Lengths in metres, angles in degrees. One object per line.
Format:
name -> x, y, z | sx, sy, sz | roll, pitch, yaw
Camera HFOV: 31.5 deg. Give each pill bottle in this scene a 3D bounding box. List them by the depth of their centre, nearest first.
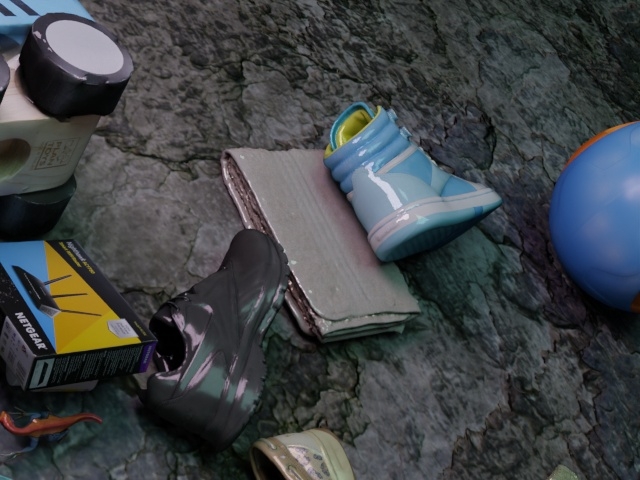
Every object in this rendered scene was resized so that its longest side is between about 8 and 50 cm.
pill bottle -> -0.260, 0.125, 1.101 | 0.083, 0.043, 0.043 | 5, 53, -38

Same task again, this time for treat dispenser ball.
treat dispenser ball -> 0.485, -0.034, 1.679 | 0.288, 0.288, 0.288 | 23, 44, -24

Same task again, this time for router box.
router box -> -0.262, 0.067, 1.104 | 0.133, 0.046, 0.179 | -4, 37, -43

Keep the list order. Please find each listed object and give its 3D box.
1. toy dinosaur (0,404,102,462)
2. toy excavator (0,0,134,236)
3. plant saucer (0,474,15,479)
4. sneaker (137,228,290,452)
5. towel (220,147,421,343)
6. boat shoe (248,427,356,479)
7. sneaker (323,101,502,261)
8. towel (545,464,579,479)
toy dinosaur -> -0.259, 0.166, 1.046 | 0.082, 0.090, 0.047 | 71, -5, -79
toy excavator -> -0.374, -0.234, 1.214 | 0.433, 0.222, 0.445 | -15, 58, -47
plant saucer -> -0.281, 0.231, 0.969 | 0.119, 0.021, 0.119 | 24, 4, -2
sneaker -> -0.114, 0.083, 1.220 | 0.130, 0.109, 0.286 | 24, 41, -13
towel -> 0.000, 0.000, 1.430 | 0.187, 0.049, 0.282 | -3, 57, -43
boat shoe -> 0.008, 0.319, 1.125 | 0.089, 0.105, 0.285 | 2, 45, -34
sneaker -> 0.122, -0.094, 1.513 | 0.208, 0.127, 0.319 | 58, 24, 11
towel -> 0.325, 0.357, 1.407 | 0.148, 0.027, 0.110 | 52, 39, 9
